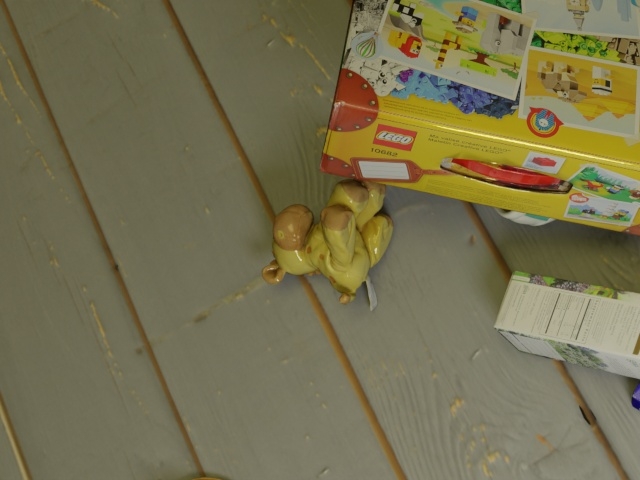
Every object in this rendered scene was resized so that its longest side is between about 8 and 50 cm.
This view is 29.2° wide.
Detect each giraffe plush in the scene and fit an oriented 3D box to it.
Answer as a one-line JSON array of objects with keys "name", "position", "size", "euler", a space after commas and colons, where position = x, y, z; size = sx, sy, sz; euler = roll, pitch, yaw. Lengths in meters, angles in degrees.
[{"name": "giraffe plush", "position": [0.000, 0.000, 1.895], "size": [0.171, 0.181, 0.210], "euler": [9, 110, 29]}]

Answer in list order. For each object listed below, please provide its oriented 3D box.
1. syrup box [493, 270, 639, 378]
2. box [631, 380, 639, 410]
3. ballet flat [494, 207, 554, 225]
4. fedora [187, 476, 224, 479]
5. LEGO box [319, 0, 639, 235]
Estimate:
[{"name": "syrup box", "position": [0.374, 0.120, 1.721], "size": [0.237, 0.093, 0.096], "euler": [9, 70, 39]}, {"name": "box", "position": [0.521, 0.206, 1.705], "size": [0.137, 0.072, 0.126], "euler": [30, 83, 23]}, {"name": "ballet flat", "position": [0.226, -0.187, 1.867], "size": [0.139, 0.139, 0.400], "euler": [-35, 68, 3]}, {"name": "fedora", "position": [-0.182, 0.441, 1.834], "size": [0.194, 0.079, 0.194], "euler": [-5, 72, 16]}, {"name": "LEGO box", "position": [0.279, -0.247, 1.737], "size": [0.500, 0.193, 0.372], "euler": [11, 64, -2]}]
